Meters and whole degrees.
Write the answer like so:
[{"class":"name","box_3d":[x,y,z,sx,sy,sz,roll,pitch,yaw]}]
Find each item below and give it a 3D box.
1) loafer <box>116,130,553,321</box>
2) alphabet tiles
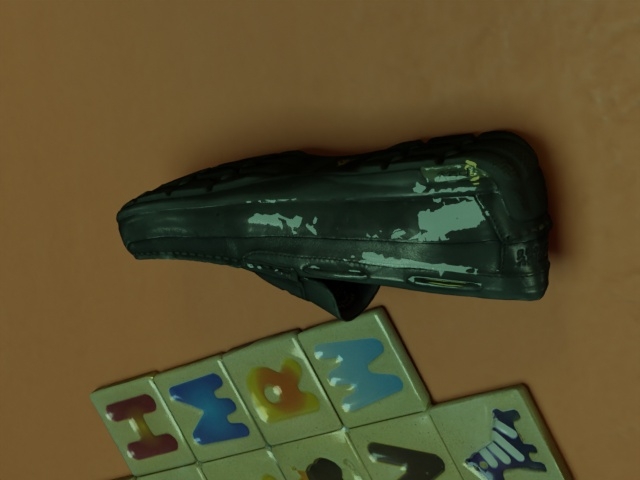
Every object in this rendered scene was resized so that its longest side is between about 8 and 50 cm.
[{"class":"loafer","box_3d":[0.000,0.000,0.726,0.223,0.076,0.078,-3,105,33]},{"class":"alphabet tiles","box_3d":[0.012,0.184,0.867,0.342,0.011,0.285,-19,103,42]}]
